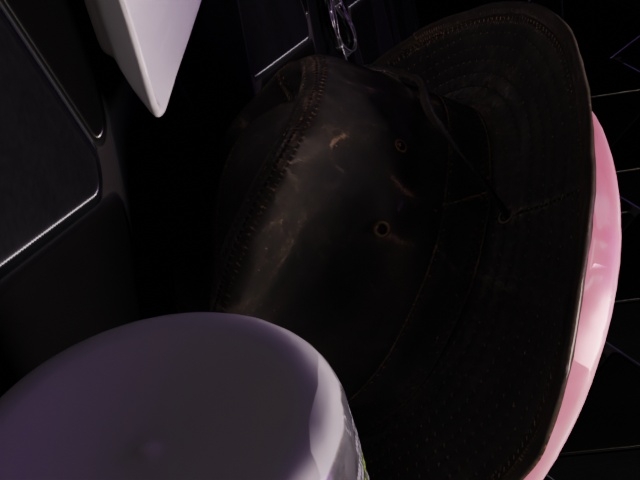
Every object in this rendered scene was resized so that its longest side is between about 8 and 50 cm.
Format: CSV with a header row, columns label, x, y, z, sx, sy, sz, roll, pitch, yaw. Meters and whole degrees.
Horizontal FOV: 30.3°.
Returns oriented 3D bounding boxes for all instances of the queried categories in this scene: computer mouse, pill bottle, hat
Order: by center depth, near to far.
label,x,y,z,sx,sy,sz,roll,pitch,yaw
pill bottle,-0.030,0.157,0.428,0.130,0.130,0.245,-84,163,-55
hat,0.000,0.000,0.626,0.134,0.331,0.331,23,48,-29
computer mouse,0.026,-0.168,1.327,0.071,0.041,0.242,-8,85,-64

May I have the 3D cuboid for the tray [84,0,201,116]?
label,x,y,z,sx,sy,sz,roll,pitch,yaw
tray,-0.094,-0.190,0.631,0.270,0.030,0.145,-84,163,-54

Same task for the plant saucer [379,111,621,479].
label,x,y,z,sx,sy,sz,roll,pitch,yaw
plant saucer,0.056,0.038,0.762,0.332,0.084,0.332,-49,-150,43
